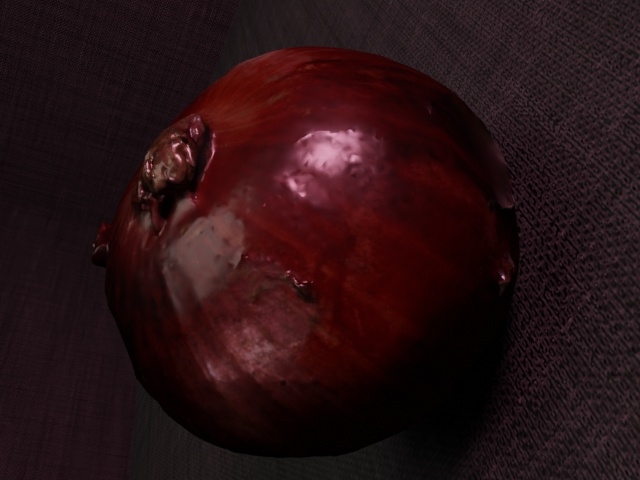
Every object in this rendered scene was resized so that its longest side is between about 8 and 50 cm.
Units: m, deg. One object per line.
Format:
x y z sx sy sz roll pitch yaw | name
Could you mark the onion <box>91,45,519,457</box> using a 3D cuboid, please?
0.004 0.007 0.549 0.341 0.342 0.341 -51 30 46 | onion
